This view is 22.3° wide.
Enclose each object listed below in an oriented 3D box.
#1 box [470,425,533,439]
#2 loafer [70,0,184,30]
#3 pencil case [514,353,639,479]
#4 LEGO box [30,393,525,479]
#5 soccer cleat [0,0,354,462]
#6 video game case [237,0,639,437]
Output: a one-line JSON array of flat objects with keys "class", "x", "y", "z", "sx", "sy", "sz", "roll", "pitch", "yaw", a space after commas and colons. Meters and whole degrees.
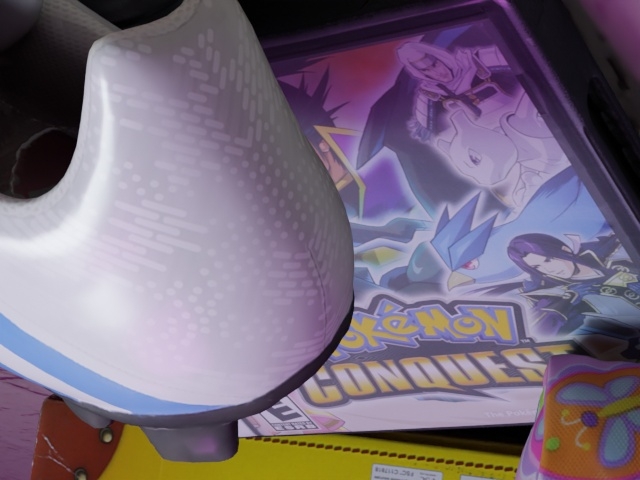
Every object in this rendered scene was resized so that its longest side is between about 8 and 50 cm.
[{"class": "box", "x": 0.044, "y": 0.037, "z": 0.795, "sx": 0.175, "sy": 0.051, "sz": 0.220, "roll": 11, "pitch": 161, "yaw": 10}, {"class": "loafer", "x": -0.082, "y": -0.099, "z": 0.495, "sx": 0.170, "sy": 0.062, "sz": 0.061, "roll": -4, "pitch": 149, "yaw": 40}, {"class": "pencil case", "x": 0.211, "y": 0.108, "z": 0.574, "sx": 0.284, "sy": 0.124, "sz": 0.124, "roll": 3, "pitch": 159, "yaw": 11}, {"class": "LEGO box", "x": 0.140, "y": 0.213, "z": 0.879, "sx": 0.500, "sy": 0.193, "sz": 0.372, "roll": 4, "pitch": 172, "yaw": 26}, {"class": "soccer cleat", "x": -0.133, "y": -0.035, "z": 0.504, "sx": 0.331, "sy": 0.116, "sz": 0.143, "roll": 8, "pitch": 131, "yaw": 34}, {"class": "video game case", "x": 0.000, "y": 0.000, "z": 0.633, "sx": 0.275, "sy": 0.035, "sz": 0.248, "roll": -7, "pitch": 141, "yaw": 32}]
